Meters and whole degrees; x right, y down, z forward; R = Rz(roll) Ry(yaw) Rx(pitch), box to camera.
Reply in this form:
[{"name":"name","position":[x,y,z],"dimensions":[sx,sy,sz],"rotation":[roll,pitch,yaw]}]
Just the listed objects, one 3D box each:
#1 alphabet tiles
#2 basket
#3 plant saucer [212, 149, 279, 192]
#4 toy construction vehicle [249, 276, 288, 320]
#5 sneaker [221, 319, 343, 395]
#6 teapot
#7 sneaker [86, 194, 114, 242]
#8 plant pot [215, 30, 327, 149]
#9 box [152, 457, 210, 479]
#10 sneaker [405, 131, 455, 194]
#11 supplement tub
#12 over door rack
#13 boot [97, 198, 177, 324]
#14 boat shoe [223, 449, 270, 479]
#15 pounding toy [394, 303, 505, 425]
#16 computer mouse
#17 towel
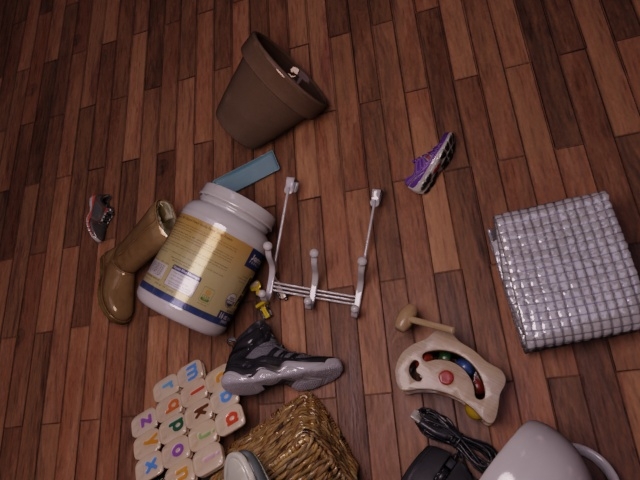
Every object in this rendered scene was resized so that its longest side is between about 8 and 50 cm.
[{"name":"alphabet tiles","position":[-0.304,0.413,1.144],"dimensions":[0.278,0.021,0.284],"rotation":[-32,44,2]},{"name":"basket","position":[-0.072,0.507,1.047],"dimensions":[0.299,0.223,0.213],"rotation":[-39,97,2]},{"name":"plant saucer","position":[-0.203,-0.176,1.378],"dimensions":[0.192,0.018,0.067],"rotation":[-25,65,8]},{"name":"toy construction vehicle","position":[-0.123,0.134,1.233],"dimensions":[0.086,0.035,0.098],"rotation":[-34,72,5]},{"name":"sneaker","position":[-0.089,0.255,1.136],"dimensions":[0.269,0.101,0.153],"rotation":[-6,50,-1]},{"name":"teapot","position":[0.373,0.443,0.837],"dimensions":[0.187,0.252,0.256],"rotation":[34,86,33]},{"name":"sneaker","position":[-0.635,-0.071,1.463],"dimensions":[0.065,0.061,0.157],"rotation":[-14,68,7]},{"name":"plant pot","position":[-0.151,-0.371,1.323],"dimensions":[0.229,0.263,0.263],"rotation":[-41,63,20]},{"name":"box","position":[-0.301,0.590,1.101],"dimensions":[0.148,0.077,0.180],"rotation":[-26,65,9]},{"name":"sneaker","position":[0.261,-0.194,1.203],"dimensions":[0.071,0.068,0.169],"rotation":[34,85,31]},{"name":"supplement tub","position":[-0.263,0.044,1.201],"dimensions":[0.229,0.228,0.316],"rotation":[23,80,24]},{"name":"over door rack","position":[0.000,0.000,1.176],"dimensions":[0.240,0.108,0.323],"rotation":[9,74,10]},{"name":"boot","position":[-0.468,0.056,1.296],"dimensions":[0.270,0.089,0.236],"rotation":[-35,61,26]},{"name":"boat shoe","position":[-0.078,0.511,0.904],"dimensions":[0.116,0.099,0.319],"rotation":[-21,91,48]},{"name":"pounding toy","position":[0.234,0.258,0.998],"dimensions":[0.270,0.155,0.154],"rotation":[36,81,26]},{"name":"computer mouse","position":[0.206,0.481,0.974],"dimensions":[0.189,0.072,0.272],"rotation":[29,82,24]},{"name":"towel","position":[0.483,0.065,1.008],"dimensions":[0.235,0.121,0.283],"rotation":[-15,69,15]}]
